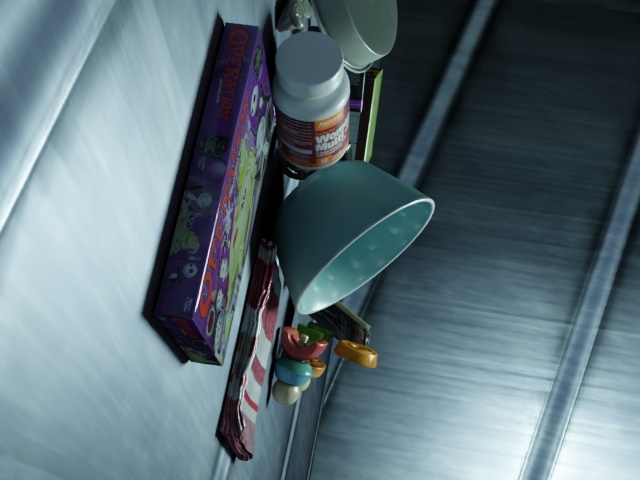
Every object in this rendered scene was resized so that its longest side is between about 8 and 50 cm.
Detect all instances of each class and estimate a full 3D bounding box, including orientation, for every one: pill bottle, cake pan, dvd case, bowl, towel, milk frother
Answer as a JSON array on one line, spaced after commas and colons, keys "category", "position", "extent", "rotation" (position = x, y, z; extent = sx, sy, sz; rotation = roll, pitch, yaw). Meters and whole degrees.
[{"category": "pill bottle", "position": [-0.014, -0.216, 1.329], "extent": [0.221, 0.121, 0.121], "rotation": [88, 12, -63]}, {"category": "cake pan", "position": [0.062, -0.447, 1.502], "extent": [0.293, 0.054, 0.293], "rotation": [23, 63, -59]}, {"category": "dvd case", "position": [0.026, 0.172, 1.959], "extent": [0.018, 0.221, 0.164], "rotation": [-42, 156, -23]}, {"category": "bowl", "position": [0.034, -0.025, 1.520], "extent": [0.311, 0.163, 0.311], "rotation": [-36, 163, -13]}, {"category": "towel", "position": [-0.106, 0.190, 1.432], "extent": [0.237, 0.037, 0.329], "rotation": [88, 11, -66]}, {"category": "milk frother", "position": [-0.024, -0.157, 1.555], "extent": [0.143, 0.129, 0.135], "rotation": [-35, 158, -14]}]

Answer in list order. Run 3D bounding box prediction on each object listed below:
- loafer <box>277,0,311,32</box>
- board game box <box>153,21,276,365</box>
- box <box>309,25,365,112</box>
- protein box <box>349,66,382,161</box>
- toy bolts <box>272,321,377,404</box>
[{"category": "loafer", "position": [-0.043, -0.353, 1.313], "extent": [0.045, 0.039, 0.125], "rotation": [59, 20, -22]}, {"category": "board game box", "position": [-0.111, -0.047, 0.980], "extent": [0.208, 0.056, 0.347], "rotation": [73, 25, -68]}, {"category": "box", "position": [0.031, -0.334, 1.657], "extent": [0.029, 0.116, 0.162], "rotation": [-82, 177, -58]}, {"category": "protein box", "position": [0.048, -0.268, 1.823], "extent": [0.200, 0.136, 0.201], "rotation": [-64, 162, -71]}, {"category": "toy bolts", "position": [-0.011, 0.286, 1.851], "extent": [0.228, 0.218, 0.158], "rotation": [9, 102, -66]}]
